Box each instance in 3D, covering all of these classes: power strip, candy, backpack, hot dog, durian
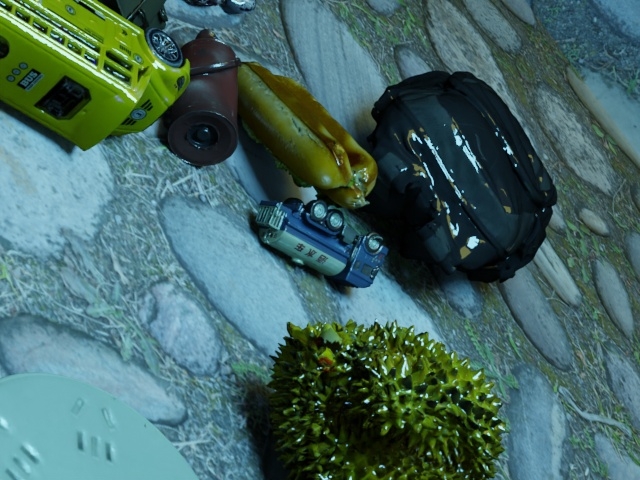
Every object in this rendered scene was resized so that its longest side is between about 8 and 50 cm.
[{"bbox_3d":[-0.231,0.291,1.313,0.357,0.161,0.357,37,31,-28],"label":"power strip"},{"bbox_3d":[-0.167,-0.392,2.288,0.051,0.094,0.226,22,17,32],"label":"candy"},{"bbox_3d":[0.199,-0.095,2.328,0.363,0.255,0.446,57,14,4],"label":"backpack"},{"bbox_3d":[-0.031,-0.143,2.127,0.135,0.100,0.337,23,18,-42],"label":"hot dog"},{"bbox_3d":[0.069,0.214,1.783,0.293,0.258,0.258,18,39,-16],"label":"durian"}]

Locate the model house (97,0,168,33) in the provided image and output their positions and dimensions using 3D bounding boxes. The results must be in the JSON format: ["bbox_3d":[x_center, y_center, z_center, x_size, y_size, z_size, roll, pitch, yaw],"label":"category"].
[{"bbox_3d":[-0.278,-0.359,1.997,0.211,0.204,0.243,-60,158,-23],"label":"model house"}]

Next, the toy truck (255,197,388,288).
[{"bbox_3d":[0.000,0.000,2.080,0.202,0.074,0.088,29,75,-35],"label":"toy truck"}]

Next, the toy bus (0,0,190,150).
[{"bbox_3d":[-0.315,-0.218,1.793,0.331,0.145,0.151,31,36,-31],"label":"toy bus"}]

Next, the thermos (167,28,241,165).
[{"bbox_3d":[-0.158,-0.207,2.079,0.232,0.099,0.124,-93,174,-49],"label":"thermos"}]
